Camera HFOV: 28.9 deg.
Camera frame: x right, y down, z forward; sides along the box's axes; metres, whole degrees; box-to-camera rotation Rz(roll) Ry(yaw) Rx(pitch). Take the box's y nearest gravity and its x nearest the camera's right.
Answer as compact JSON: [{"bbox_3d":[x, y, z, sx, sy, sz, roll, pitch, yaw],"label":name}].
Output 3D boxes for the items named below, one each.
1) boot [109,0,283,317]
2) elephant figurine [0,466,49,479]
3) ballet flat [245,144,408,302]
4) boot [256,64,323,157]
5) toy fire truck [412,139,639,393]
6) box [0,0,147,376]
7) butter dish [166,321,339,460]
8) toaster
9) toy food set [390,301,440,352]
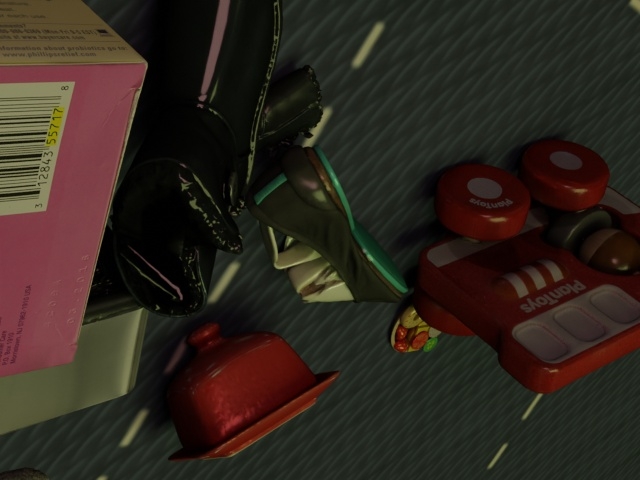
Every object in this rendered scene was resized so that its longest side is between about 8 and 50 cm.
[{"bbox_3d":[-0.087,-0.090,0.899,0.094,0.207,0.246,7,117,1],"label":"boot"},{"bbox_3d":[-0.363,0.190,0.959,0.239,0.169,0.186,-36,166,-13],"label":"elephant figurine"},{"bbox_3d":[0.000,0.000,1.182,0.096,0.095,0.280,-32,146,3],"label":"ballet flat"},{"bbox_3d":[-0.046,-0.121,1.064,0.099,0.045,0.121,-30,145,-20],"label":"boot"},{"bbox_3d":[0.258,0.036,1.326,0.302,0.254,0.169,-18,135,-32],"label":"toy fire truck"},{"bbox_3d":[-0.236,-0.070,0.761,0.117,0.243,0.213,-7,129,-40],"label":"box"},{"bbox_3d":[-0.088,0.134,1.205,0.160,0.118,0.160,-30,180,-23],"label":"butter dish"},{"bbox_3d":[-0.227,0.042,0.938,0.186,0.168,0.110,-16,136,-33],"label":"toaster"},{"bbox_3d":[0.116,0.097,1.438,0.082,0.020,0.083,-6,126,-41],"label":"toy food set"}]
